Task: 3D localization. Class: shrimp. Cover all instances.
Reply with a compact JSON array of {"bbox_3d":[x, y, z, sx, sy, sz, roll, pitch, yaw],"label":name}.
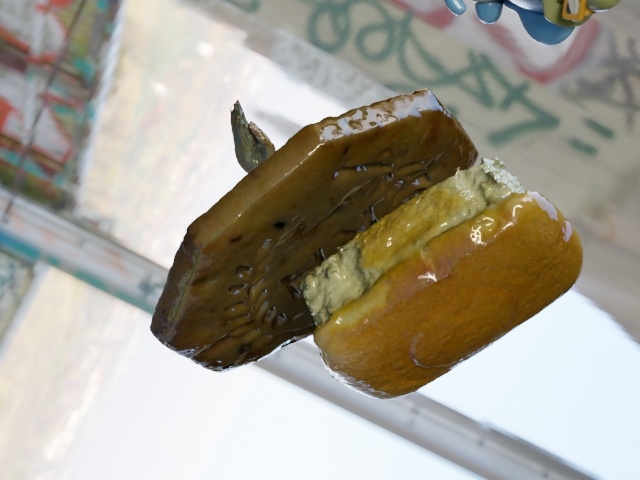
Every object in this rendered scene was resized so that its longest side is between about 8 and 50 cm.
[{"bbox_3d":[-0.085,-0.129,1.934,0.023,0.059,0.108,-52,141,-49],"label":"shrimp"}]

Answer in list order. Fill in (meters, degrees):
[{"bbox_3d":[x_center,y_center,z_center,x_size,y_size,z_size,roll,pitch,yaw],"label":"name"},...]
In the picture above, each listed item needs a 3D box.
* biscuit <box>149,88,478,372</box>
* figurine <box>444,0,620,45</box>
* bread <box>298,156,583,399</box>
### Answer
[{"bbox_3d":[0.001,0.000,1.417,0.359,0.046,0.359,-32,156,-16],"label":"biscuit"},{"bbox_3d":[0.222,-0.318,1.670,0.154,0.262,0.180,18,88,-51],"label":"figurine"},{"bbox_3d":[0.104,0.035,1.318,0.245,0.121,0.174,-31,153,8],"label":"bread"}]
